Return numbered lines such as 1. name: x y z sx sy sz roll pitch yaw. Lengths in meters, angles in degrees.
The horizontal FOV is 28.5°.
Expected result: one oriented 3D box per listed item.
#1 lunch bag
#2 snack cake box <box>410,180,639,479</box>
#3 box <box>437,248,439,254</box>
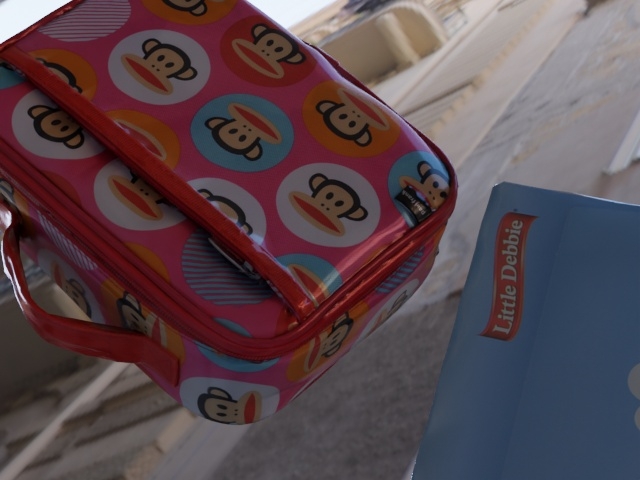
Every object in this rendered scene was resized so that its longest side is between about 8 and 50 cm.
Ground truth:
1. lunch bag: -0.089 -0.030 0.798 0.293 0.258 0.120 39 -35 18
2. snack cake box: 0.083 0.131 0.462 0.089 0.264 0.152 11 -20 19
3. box: 0.000 0.000 1.561 0.203 0.168 0.167 55 -44 16
